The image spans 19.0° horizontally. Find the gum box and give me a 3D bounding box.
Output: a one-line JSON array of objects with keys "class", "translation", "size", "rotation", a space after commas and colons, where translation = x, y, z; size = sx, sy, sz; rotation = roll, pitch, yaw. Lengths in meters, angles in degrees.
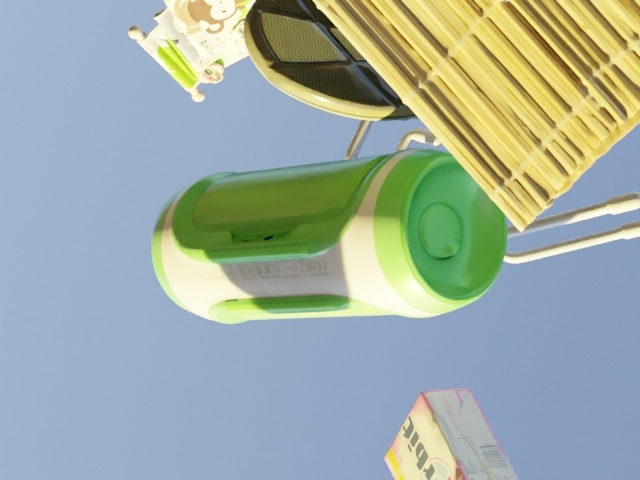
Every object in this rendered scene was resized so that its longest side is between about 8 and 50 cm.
[{"class": "gum box", "translation": [0.141, 0.252, 1.894], "size": [0.188, 0.062, 0.107], "rotation": [64, -37, 38]}]

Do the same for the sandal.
[{"class": "sandal", "translation": [0.067, -0.131, 1.428], "size": [0.086, 0.303, 0.120], "rotation": [-38, -115, 43]}]

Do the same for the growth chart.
[{"class": "growth chart", "translation": [-0.096, -0.255, 2.136], "size": [0.237, 0.172, 0.021], "rotation": [-29, -130, 22]}]

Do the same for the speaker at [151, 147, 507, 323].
[{"class": "speaker", "translation": [0.000, 0.000, 1.460], "size": [0.296, 0.131, 0.131], "rotation": [-4, -110, 49]}]

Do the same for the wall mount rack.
[{"class": "wall mount rack", "translation": [0.191, -0.040, 2.056], "size": [0.304, 0.350, 0.130], "rotation": [26, -90, 15]}]

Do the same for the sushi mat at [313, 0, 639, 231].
[{"class": "sushi mat", "translation": [0.052, -0.171, 0.962], "size": [0.151, 0.316, 0.019], "rotation": [-42, 177, 13]}]
